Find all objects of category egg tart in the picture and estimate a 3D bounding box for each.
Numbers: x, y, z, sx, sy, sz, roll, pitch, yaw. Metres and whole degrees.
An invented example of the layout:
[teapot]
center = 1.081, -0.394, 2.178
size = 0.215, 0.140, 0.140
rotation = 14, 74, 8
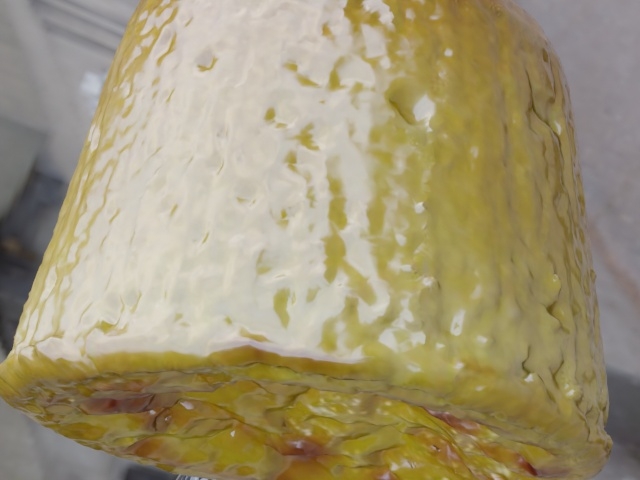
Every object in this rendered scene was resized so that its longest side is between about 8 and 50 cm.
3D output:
[egg tart]
center = 0.000, 0.000, 0.644
size = 0.202, 0.203, 0.147
rotation = -18, 60, 50

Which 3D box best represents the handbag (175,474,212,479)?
[handbag]
center = 0.033, 0.168, 1.356
size = 0.152, 0.288, 0.342
rotation = -50, 14, 24
